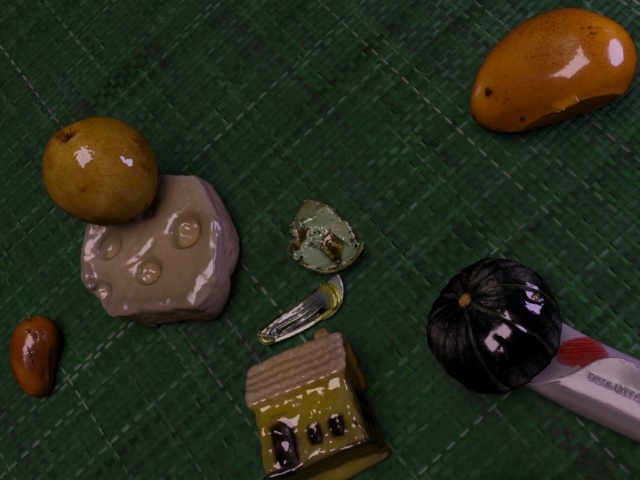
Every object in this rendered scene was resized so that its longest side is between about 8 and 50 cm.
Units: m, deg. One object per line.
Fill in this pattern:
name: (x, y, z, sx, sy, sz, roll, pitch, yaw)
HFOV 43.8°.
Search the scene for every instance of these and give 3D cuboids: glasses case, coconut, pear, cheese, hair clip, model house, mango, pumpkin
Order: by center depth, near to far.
glasses case: (0.465, 0.229, 1.234, 0.308, 0.083, 0.128, 23, 83, 23)
pumpkin: (0.273, 0.135, 1.265, 0.220, 0.162, 0.220, -35, 30, 24)
model house: (-0.012, 0.282, 1.350, 0.193, 0.175, 0.234, -24, 58, 11)
mango: (0.390, -0.293, 1.384, 0.290, 0.160, 0.191, -24, 74, 21)
pear: (-0.407, -0.129, 1.456, 0.209, 0.209, 0.209, -5, 72, 17)
hair clip: (-0.031, 0.135, 1.457, 0.188, 0.033, 0.060, -32, 69, 4)
coconut: (0.002, -0.001, 1.475, 0.133, 0.055, 0.158, -32, 65, 9)
cheese: (-0.306, 0.026, 1.538, 0.318, 0.115, 0.326, -41, 64, 3)
mango: (-0.577, 0.229, 1.587, 0.105, 0.084, 0.159, -3, 73, 24)
